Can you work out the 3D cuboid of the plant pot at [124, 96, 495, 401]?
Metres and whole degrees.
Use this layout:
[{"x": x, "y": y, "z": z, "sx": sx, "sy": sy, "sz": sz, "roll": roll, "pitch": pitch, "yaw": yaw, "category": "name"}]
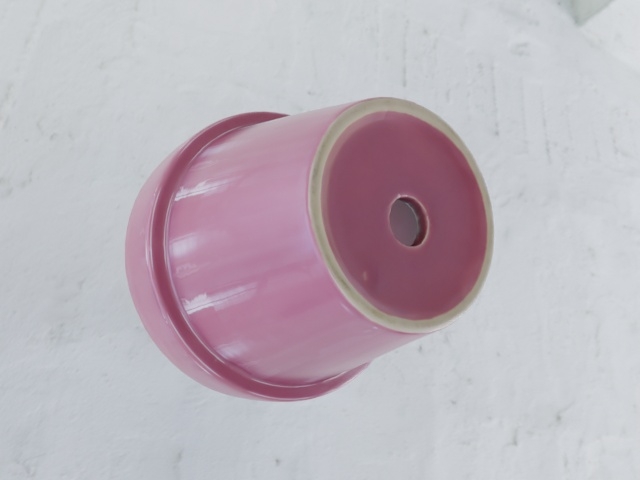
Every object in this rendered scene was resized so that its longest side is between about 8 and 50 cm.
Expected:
[{"x": 0.000, "y": 0.000, "z": 0.428, "sx": 0.201, "sy": 0.180, "sz": 0.201, "roll": 8, "pitch": -105, "yaw": -31, "category": "plant pot"}]
